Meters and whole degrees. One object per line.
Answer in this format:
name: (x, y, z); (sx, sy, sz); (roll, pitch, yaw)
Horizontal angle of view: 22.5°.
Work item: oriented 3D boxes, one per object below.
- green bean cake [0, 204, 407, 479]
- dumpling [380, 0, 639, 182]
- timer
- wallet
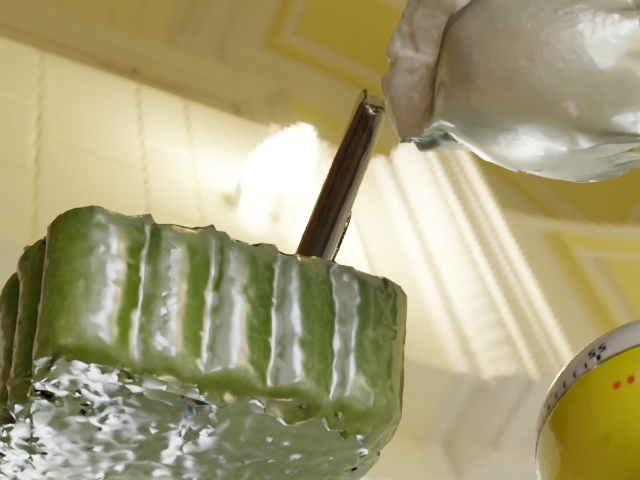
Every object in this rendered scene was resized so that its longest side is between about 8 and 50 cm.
green bean cake: (-0.073, 0.079, 0.865); (0.200, 0.214, 0.113); (125, -28, -54)
dumpling: (0.118, -0.093, 0.799); (0.188, 0.108, 0.127); (9, -100, 36)
timer: (0.322, 0.223, 1.370); (0.285, 0.285, 0.285); (-162, -90, -73)
wallet: (0.000, 0.000, 1.610); (0.165, 0.042, 0.310); (-56, 167, -79)
